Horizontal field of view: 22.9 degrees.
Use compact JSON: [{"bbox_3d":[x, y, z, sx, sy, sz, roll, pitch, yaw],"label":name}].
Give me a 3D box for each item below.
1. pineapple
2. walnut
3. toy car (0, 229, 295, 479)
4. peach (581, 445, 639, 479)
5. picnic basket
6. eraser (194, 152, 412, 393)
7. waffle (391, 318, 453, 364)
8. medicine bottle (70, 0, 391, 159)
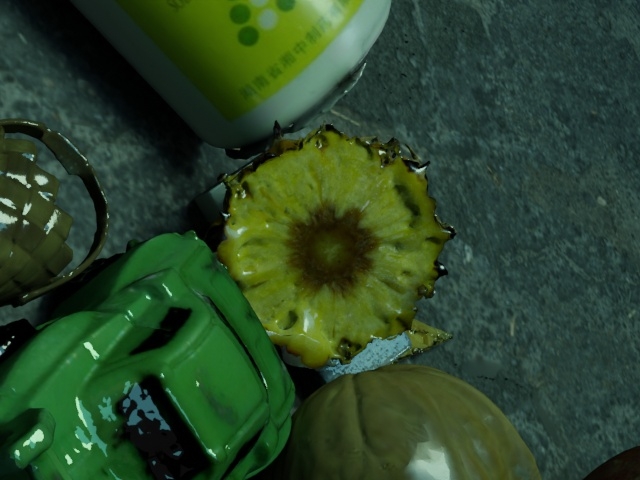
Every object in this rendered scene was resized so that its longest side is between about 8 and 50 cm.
[{"bbox_3d":[0.000,0.000,1.284,0.225,0.225,0.076,48,0,-21],"label":"pineapple"},{"bbox_3d":[0.068,0.224,1.240,0.225,0.225,0.261,-24,94,-54],"label":"walnut"},{"bbox_3d":[-0.127,0.127,1.085,0.213,0.176,0.359,59,36,-9],"label":"toy car"},{"bbox_3d":[0.352,0.304,1.521,0.252,0.252,0.252,29,49,-38],"label":"peach"},{"bbox_3d":[-0.223,-0.016,1.082,0.178,0.138,0.128,-34,96,-48],"label":"picnic basket"},{"bbox_3d":[-0.014,0.028,1.361,0.092,0.046,0.212,-35,98,-23],"label":"eraser"},{"bbox_3d":[0.071,0.107,1.469,0.153,0.023,0.097,26,52,-41],"label":"waffle"},{"bbox_3d":[-0.129,-0.268,1.290,0.378,0.213,0.213,46,40,-22],"label":"medicine bottle"}]
